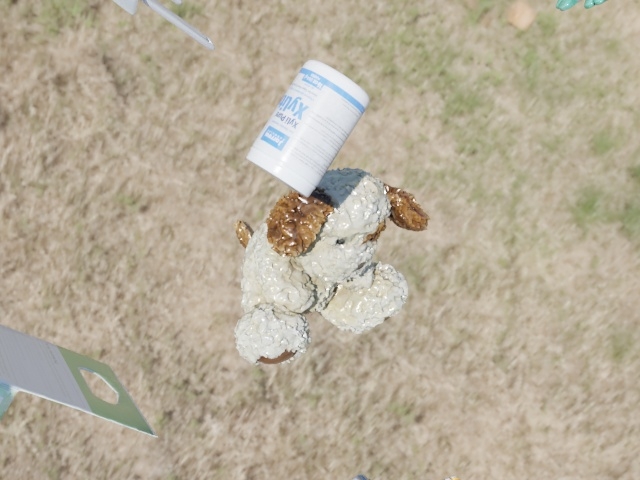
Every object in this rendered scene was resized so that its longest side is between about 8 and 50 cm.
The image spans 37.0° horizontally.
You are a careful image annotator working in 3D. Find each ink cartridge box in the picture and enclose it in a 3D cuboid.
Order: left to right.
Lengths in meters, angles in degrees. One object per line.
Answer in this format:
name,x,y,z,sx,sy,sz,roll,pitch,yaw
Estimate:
ink cartridge box,-0.263,0.106,0.762,0.235,0.056,0.171,31,-1,-28

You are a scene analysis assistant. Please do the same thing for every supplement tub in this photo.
supplement tub,-0.011,-0.101,0.860,0.071,0.107,0.071,32,-1,1

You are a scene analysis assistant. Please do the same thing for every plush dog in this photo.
plush dog,0.000,0.000,1.150,0.262,0.225,0.210,-14,62,-43

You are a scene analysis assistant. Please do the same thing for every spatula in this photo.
spatula,-0.186,-0.260,0.900,0.168,0.019,0.242,55,11,19

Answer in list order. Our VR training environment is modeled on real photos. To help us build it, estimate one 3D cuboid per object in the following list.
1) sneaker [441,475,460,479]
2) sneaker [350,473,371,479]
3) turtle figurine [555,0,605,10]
sneaker,0.124,0.392,1.291,0.215,0.084,0.083,-17,70,-31
sneaker,0.015,0.314,0.886,0.105,0.115,0.281,40,8,12
turtle figurine,0.254,-0.373,1.058,0.234,0.118,0.175,58,13,-15
